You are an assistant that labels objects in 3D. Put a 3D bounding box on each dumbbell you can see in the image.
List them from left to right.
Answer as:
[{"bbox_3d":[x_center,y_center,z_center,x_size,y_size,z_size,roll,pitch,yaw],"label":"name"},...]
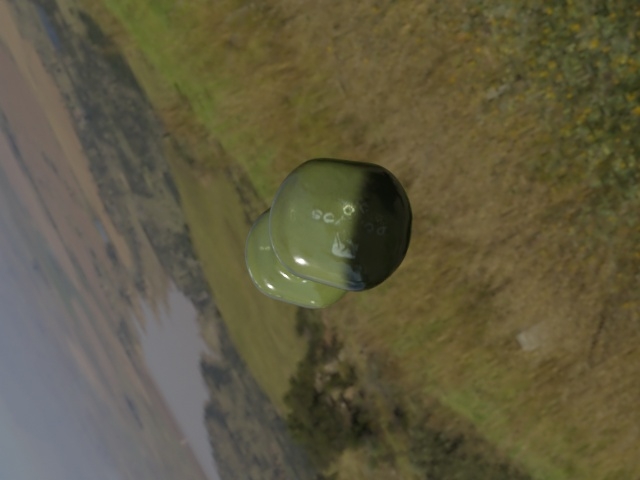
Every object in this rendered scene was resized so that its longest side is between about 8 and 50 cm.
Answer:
[{"bbox_3d":[0.000,0.000,0.441,0.118,0.052,0.046,143,137,-78],"label":"dumbbell"}]
